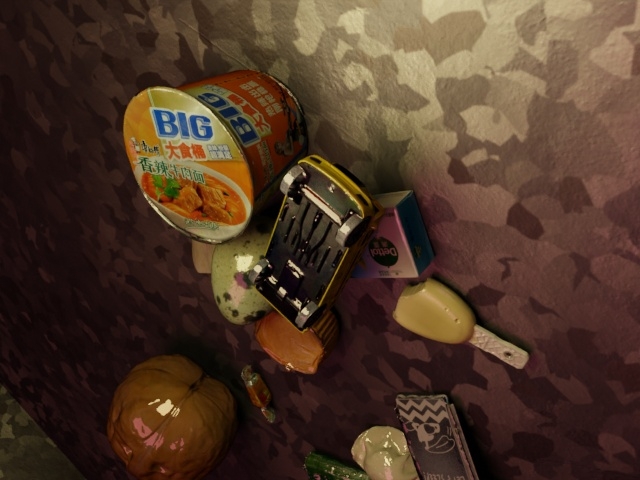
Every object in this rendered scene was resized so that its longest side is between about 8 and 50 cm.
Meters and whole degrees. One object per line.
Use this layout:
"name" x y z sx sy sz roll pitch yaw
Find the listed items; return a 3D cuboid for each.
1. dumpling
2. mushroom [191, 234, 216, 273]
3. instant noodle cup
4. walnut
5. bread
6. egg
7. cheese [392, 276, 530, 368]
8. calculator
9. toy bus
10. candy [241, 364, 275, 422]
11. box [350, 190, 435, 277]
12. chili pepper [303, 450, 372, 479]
"dumpling" 0.168 0.497 1.431 0.169 0.100 0.134 32 102 46
"mushroom" -0.242 -0.011 1.375 0.096 0.108 0.246 -6 127 -5
"instant noodle cup" -0.171 -0.169 1.116 0.297 0.214 0.296 21 131 26
"walnut" -0.413 0.503 1.720 0.354 0.308 0.397 37 134 12
"bread" -0.051 0.189 1.362 0.199 0.104 0.199 20 134 22
"egg" -0.134 0.059 1.251 0.177 0.228 0.177 20 169 4
"cheese" 0.257 0.155 1.134 0.256 0.050 0.127 27 132 18
"calculator" 0.253 0.454 1.320 0.166 0.028 0.273 -13 97 48
"toy bus" 0.000 0.000 1.046 0.145 0.151 0.331 43 137 18
"candy" -0.164 0.399 1.637 0.047 0.053 0.182 -3 120 40
"box" 0.090 -0.007 1.129 0.194 0.073 0.139 -4 115 40
"chili pepper" 0.064 0.598 1.600 0.227 0.059 0.088 -3 113 37
